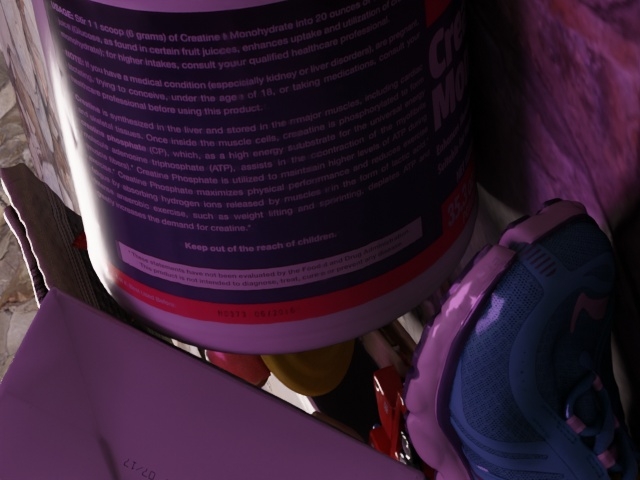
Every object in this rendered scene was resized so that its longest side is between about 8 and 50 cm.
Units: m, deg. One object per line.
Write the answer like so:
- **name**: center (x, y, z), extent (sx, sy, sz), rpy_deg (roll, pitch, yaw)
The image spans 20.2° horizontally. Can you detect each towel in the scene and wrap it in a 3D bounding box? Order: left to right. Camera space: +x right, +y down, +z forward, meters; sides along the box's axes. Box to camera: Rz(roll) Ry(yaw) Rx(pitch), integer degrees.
- **towel**: center (-0.191, 0.115, 1.663), extent (0.324, 0.056, 0.312), rpy_deg (68, -171, 27)

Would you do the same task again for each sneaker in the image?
- **sneaker**: center (0.110, 0.096, 0.753), extent (0.110, 0.107, 0.275), rpy_deg (34, 149, 39)

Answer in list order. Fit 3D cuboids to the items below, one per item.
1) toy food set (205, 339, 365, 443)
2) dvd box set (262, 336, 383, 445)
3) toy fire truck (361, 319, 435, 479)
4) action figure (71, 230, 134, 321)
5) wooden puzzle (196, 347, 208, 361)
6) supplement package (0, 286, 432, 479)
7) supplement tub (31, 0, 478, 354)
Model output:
- **toy food set**: center (-0.039, 0.030, 1.083), extent (0.128, 0.071, 0.218), rpy_deg (22, -122, -56)
- **dvd box set**: center (0.014, 0.224, 1.331), extent (0.307, 0.062, 0.420), rpy_deg (-127, 23, -54)
- **toy fire truck**: center (0.046, 0.071, 1.027), extent (0.192, 0.047, 0.135), rpy_deg (92, 157, -58)
- **action figure**: center (-0.178, -0.035, 1.629), extent (0.091, 0.139, 0.280), rpy_deg (2, -118, -59)
- **wooden puzzle**: center (-0.080, 0.232, 1.763), extent (0.221, 0.044, 0.238), rpy_deg (-122, 19, -45)
- **supplement package**: center (-0.059, 0.141, 0.886), extent (0.194, 0.149, 0.203), rpy_deg (26, 174, 10)
- **supplement tub**: center (-0.030, -0.103, 0.796), extent (0.191, 0.191, 0.272), rpy_deg (-123, 20, -49)
